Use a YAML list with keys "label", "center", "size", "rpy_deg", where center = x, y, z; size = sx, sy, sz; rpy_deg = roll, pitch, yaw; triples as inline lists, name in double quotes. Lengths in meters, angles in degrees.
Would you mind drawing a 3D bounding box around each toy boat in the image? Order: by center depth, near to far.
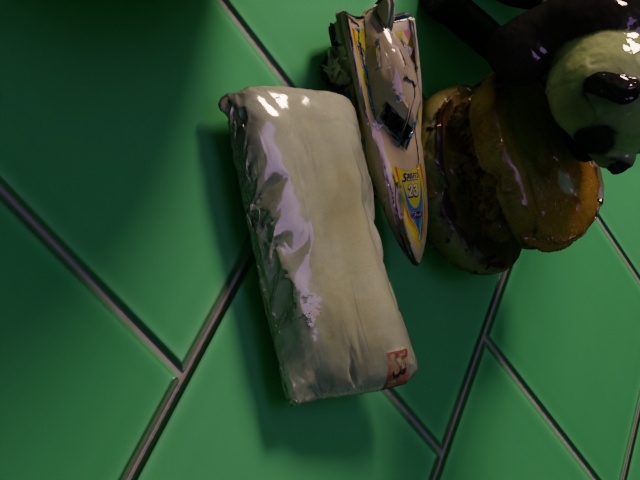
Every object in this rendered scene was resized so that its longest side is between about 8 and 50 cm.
- label: "toy boat"
  center: [0.052, -0.082, 0.951]
  size: [0.084, 0.066, 0.210]
  rpy_deg: [-9, 86, -49]

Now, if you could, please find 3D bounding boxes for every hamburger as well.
- label: "hamburger"
  center: [0.150, -0.060, 1.035]
  size: [0.177, 0.113, 0.185]
  rpy_deg: [39, 42, -28]

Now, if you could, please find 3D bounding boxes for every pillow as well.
- label: "pillow"
  center: [0.000, 0.000, 0.874]
  size: [0.128, 0.051, 0.229]
  rpy_deg: [-10, 85, -43]

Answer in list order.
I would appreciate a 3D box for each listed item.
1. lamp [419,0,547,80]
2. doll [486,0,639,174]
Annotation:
- label: "lamp"
  center: [0.242, -0.362, 1.144]
  size: [0.205, 0.374, 0.272]
  rpy_deg: [32, 23, -32]
- label: "doll"
  center: [0.220, -0.160, 0.977]
  size: [0.143, 0.135, 0.234]
  rpy_deg: [35, 48, -31]
